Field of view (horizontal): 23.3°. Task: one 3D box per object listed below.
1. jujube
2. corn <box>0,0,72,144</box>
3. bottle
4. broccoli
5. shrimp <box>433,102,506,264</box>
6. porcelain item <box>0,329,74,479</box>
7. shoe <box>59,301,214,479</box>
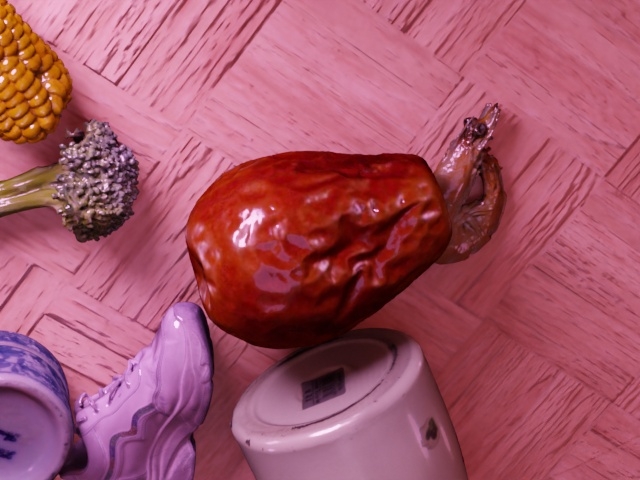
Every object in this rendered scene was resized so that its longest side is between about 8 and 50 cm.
[{"bbox_3d":[0.000,0.000,1.495,0.255,0.190,0.190,-19,118,-4],"label":"jujube"},{"bbox_3d":[-0.335,-0.207,1.358,0.102,0.102,0.313,-38,118,7],"label":"corn"},{"bbox_3d":[0.068,0.281,1.619,0.229,0.229,0.352,-25,112,0],"label":"bottle"},{"bbox_3d":[-0.271,-0.043,1.466,0.204,0.122,0.118,-10,103,8],"label":"broccoli"},{"bbox_3d":[0.151,-0.054,1.575,0.099,0.041,0.180,10,113,-18],"label":"shrimp"},{"bbox_3d":[-0.320,0.170,1.539,0.147,0.114,0.147,-5,115,-11],"label":"porcelain item"},{"bbox_3d":[-0.185,0.165,1.579,0.137,0.095,0.245,4,121,-17],"label":"shoe"}]
